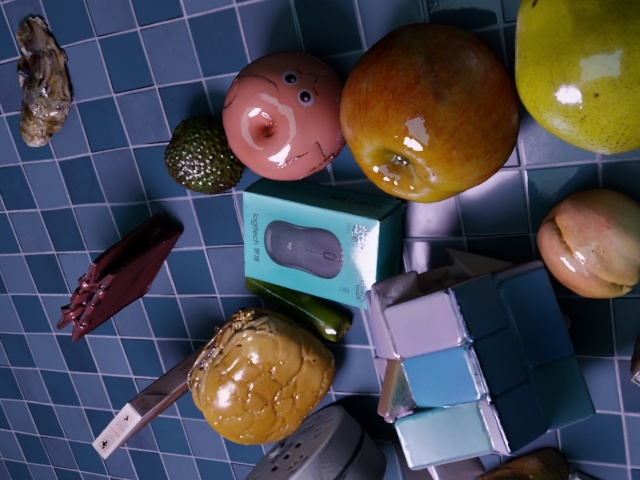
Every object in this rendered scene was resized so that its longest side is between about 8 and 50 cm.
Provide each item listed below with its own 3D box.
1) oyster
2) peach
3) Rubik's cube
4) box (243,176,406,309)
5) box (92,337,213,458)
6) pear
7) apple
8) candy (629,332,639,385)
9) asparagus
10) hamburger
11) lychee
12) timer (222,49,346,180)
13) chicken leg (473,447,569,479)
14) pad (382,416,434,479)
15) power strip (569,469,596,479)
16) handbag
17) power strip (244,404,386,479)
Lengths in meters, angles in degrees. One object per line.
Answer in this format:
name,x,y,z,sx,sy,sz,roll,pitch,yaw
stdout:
oyster,-0.657,-0.359,1.662,0.166,0.094,0.294,4,109,36
peach,0.447,0.003,1.184,0.184,0.184,0.184,12,118,23
Rubik's cube,0.260,0.201,1.279,0.358,0.368,0.387,-16,84,-9
box,0.000,0.000,1.456,0.311,0.118,0.205,14,121,23
box,-0.338,0.334,1.645,0.051,0.365,0.204,48,126,6
pear,0.414,-0.261,1.016,0.294,0.294,0.294,12,118,23
apple,0.170,-0.200,1.175,0.301,0.301,0.301,12,118,23
candy,0.637,0.203,1.195,0.185,0.137,0.195,39,127,7
asparagus,-0.063,0.133,1.588,0.277,0.060,0.067,26,117,15
hamburger,-0.130,0.298,1.563,0.158,0.318,0.318,-132,36,-58
lychee,-0.232,-0.169,1.483,0.171,0.171,0.171,12,118,23
timer,-0.058,-0.227,1.317,0.229,0.215,0.229,12,118,24
chicken leg,0.364,0.516,1.421,0.295,0.409,0.182,-41,59,2
pad,0.223,0.471,1.631,0.127,0.004,0.190,-12,107,32
power strip,0.608,0.535,1.437,0.252,0.027,0.060,23,122,18
handbag,-0.453,0.082,1.643,0.084,0.275,0.260,42,127,2
power strip,-0.024,0.526,1.579,0.161,0.357,0.357,49,126,-3
